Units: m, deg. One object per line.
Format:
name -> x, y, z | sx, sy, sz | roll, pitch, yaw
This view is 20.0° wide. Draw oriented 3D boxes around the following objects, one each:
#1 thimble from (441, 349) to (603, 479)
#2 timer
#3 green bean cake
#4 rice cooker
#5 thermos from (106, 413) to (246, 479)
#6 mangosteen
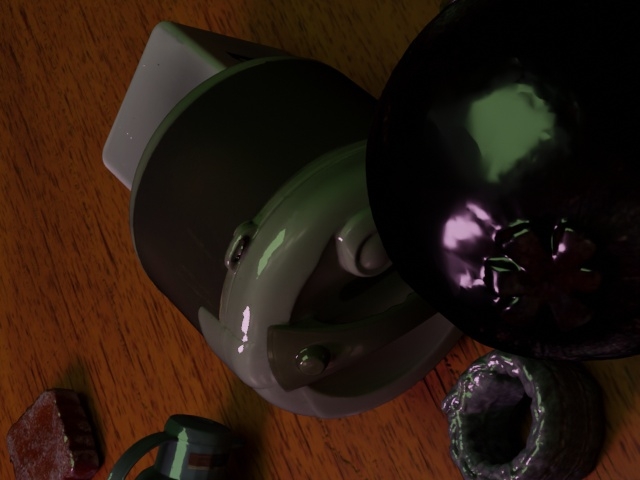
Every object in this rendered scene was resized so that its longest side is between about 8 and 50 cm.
thimble -> 0.199, 0.178, 1.788 | 0.150, 0.097, 0.150 | -10, 76, 45
timer -> -0.105, -0.120, 2.102 | 0.194, 0.195, 0.192 | 41, 113, 42
green bean cake -> -0.354, 0.279, 2.407 | 0.135, 0.056, 0.136 | -42, 54, 33
rice cooker -> 0.000, 0.000, 1.888 | 0.325, 0.335, 0.335 | 40, 112, 44
thermos -> -0.185, 0.345, 2.120 | 0.145, 0.182, 0.287 | 19, 99, 47
mangosteen -> 0.237, -0.099, 1.640 | 0.382, 0.382, 0.435 | -37, 22, 37
